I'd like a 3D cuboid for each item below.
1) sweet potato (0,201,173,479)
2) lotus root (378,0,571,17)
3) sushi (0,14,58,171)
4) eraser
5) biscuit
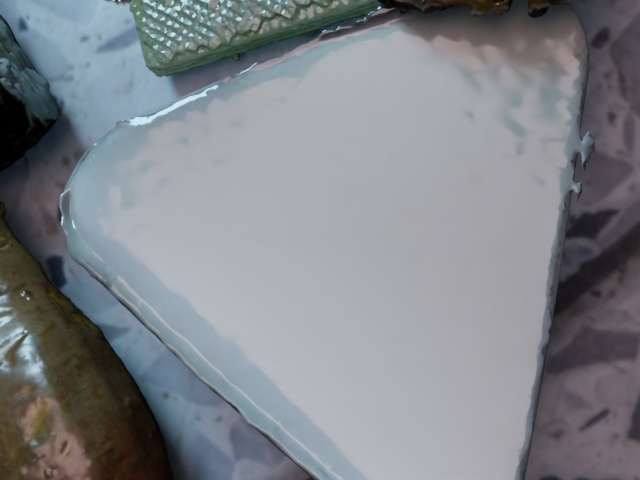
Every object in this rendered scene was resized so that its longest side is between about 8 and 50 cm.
[{"bbox_3d":[-0.177,0.116,0.685,0.131,0.131,0.336,-23,80,8],"label":"sweet potato"},{"bbox_3d":[0.106,-0.270,0.626,0.167,0.078,0.329,-2,52,7],"label":"lotus root"},{"bbox_3d":[-0.294,-0.137,0.724,0.127,0.124,0.225,-34,96,7],"label":"sushi"},{"bbox_3d":[0.000,0.000,0.650,0.331,0.150,0.331,-1,83,9],"label":"eraser"},{"bbox_3d":[-0.043,-0.197,0.725,0.199,0.040,0.121,-15,83,13],"label":"biscuit"}]
